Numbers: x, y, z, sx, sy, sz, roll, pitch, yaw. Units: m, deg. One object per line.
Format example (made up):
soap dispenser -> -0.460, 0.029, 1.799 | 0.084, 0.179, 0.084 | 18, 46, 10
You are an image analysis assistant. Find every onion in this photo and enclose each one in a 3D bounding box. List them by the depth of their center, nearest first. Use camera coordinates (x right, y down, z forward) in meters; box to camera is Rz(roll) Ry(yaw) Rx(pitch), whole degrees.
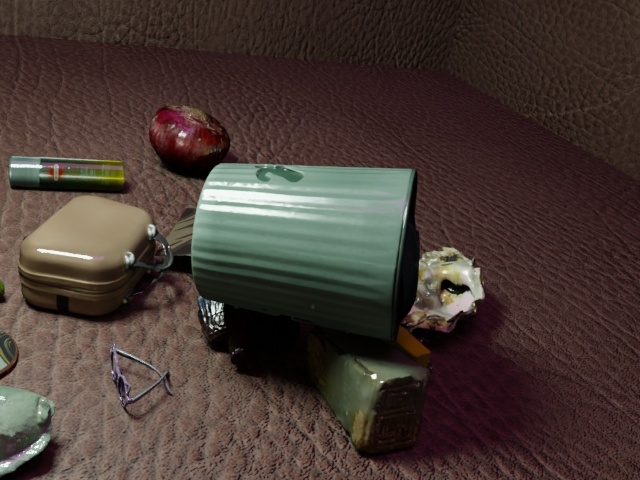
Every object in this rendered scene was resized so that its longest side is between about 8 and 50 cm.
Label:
onion -> -0.391, -0.299, 2.126 | 0.246, 0.190, 0.246 | 26, 28, -15

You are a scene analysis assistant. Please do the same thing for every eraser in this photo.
eraser -> 0.155, 0.238, 1.367 | 0.045, 0.123, 0.097 | -13, 35, -35

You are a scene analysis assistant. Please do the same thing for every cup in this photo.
cup -> -0.005, 0.022, 1.357 | 0.391, 0.401, 0.311 | 8, 69, 9

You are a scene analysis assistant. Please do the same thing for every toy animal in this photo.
toy animal -> -0.141, 0.163, 1.401 | 0.218, 0.116, 0.179 | 15, 25, -7

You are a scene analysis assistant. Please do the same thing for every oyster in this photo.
oyster -> 0.290, 0.129, 1.682 | 0.201, 0.107, 0.354 | 2, 33, 27

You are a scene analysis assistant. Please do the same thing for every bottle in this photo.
bottle -> -0.668, -0.177, 1.888 | 0.285, 0.082, 0.082 | 1, 29, -20

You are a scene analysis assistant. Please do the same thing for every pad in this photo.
pad -> -0.197, -0.029, 1.658 | 0.329, 0.004, 0.220 | -2, 33, 14

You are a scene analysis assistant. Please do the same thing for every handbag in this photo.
handbag -> -0.450, 0.033, 1.500 | 0.283, 0.149, 0.302 | 10, 25, 3

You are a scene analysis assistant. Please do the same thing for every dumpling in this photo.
dumpling -> -0.508, 0.273, 1.048 | 0.216, 0.105, 0.149 | 12, 20, -7

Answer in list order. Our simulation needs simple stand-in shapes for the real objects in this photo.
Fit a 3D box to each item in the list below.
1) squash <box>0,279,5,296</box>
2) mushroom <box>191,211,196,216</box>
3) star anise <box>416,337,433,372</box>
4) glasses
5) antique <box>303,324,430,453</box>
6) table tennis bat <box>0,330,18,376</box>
squash -> -0.746, 0.065, 1.400 | 0.257, 0.069, 0.069 | 11, 27, -2
mushroom -> -0.200, 0.017, 1.692 | 0.109, 0.097, 0.351 | 6, 20, -41
star anise -> 0.165, 0.227, 1.463 | 0.129, 0.056, 0.124 | 11, 27, -2
glasses -> -0.307, 0.235, 1.256 | 0.103, 0.063, 0.140 | -2, 31, -27
antique -> 0.071, 0.248, 1.324 | 0.125, 0.150, 0.284 | 0, 21, -28
table tennis bat -> -0.682, 0.196, 1.226 | 0.301, 0.023, 0.173 | 3, 27, -21
